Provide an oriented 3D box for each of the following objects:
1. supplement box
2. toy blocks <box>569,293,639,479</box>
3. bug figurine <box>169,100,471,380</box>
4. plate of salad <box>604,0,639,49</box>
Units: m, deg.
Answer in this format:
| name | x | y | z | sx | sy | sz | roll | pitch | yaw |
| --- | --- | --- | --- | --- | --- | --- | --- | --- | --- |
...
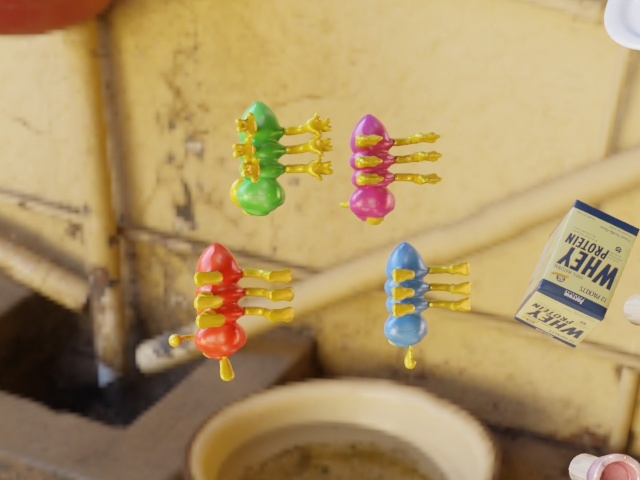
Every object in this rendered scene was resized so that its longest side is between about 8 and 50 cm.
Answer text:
| name | x | y | z | sx | sy | sz | roll | pitch | yaw |
| --- | --- | --- | --- | --- | --- | --- | --- | --- | --- |
| supplement box | 0.202 | 0.028 | 1.126 | 0.056 | 0.083 | 0.083 | 25 | 69 | 3 |
| toy blocks | 0.507 | 0.224 | 1.706 | 0.309 | 0.289 | 0.260 | 20 | -6 | -9 |
| bug figurine | 0.000 | 0.000 | 1.146 | 0.279 | 0.216 | 0.072 | 1 | 2 | -38 |
| plate of salad | 0.328 | -0.238 | 1.211 | 0.200 | 0.048 | 0.200 | -28 | 31 | 19 |
